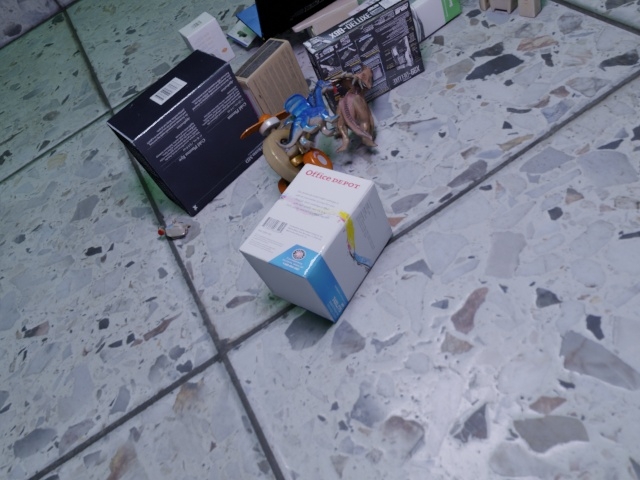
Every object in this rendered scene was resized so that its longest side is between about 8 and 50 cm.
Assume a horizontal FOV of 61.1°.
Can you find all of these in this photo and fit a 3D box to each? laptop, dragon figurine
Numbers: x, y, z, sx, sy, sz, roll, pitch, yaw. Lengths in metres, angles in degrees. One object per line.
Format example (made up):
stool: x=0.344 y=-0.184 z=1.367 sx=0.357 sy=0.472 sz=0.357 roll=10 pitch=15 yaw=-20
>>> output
laptop: x=-0.088 y=-0.853 z=1.761 sx=0.382 sy=0.408 sz=0.236 roll=-34 pitch=82 yaw=-5
dragon figurine: x=-0.050 y=-0.312 z=1.378 sx=0.144 sy=0.085 sz=0.289 roll=41 pitch=56 yaw=17

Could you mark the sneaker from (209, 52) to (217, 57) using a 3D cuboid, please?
sneaker: x=-0.409 y=-0.562 z=1.962 sx=0.118 sy=0.083 sz=0.222 roll=-30 pitch=53 yaw=27

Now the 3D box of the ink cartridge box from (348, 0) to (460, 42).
ink cartridge box: x=0.268 y=-0.734 z=1.752 sx=0.289 sy=0.121 sz=0.211 roll=-38 pitch=47 yaw=-7

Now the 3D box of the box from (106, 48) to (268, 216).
box: x=-0.364 y=-0.307 z=1.566 sx=0.343 sy=0.312 sz=0.179 roll=-44 pitch=49 yaw=-14

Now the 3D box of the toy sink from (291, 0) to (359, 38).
toy sink: x=0.013 y=-0.754 z=1.877 sx=0.234 sy=0.131 sz=0.153 roll=-25 pitch=48 yaw=1

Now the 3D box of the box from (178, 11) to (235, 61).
box: x=-0.423 y=-0.736 z=2.028 sx=0.130 sy=0.170 sz=0.091 roll=-38 pitch=50 yaw=-8

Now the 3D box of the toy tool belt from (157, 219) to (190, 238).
toy tool belt: x=-0.419 y=-0.033 z=1.557 sx=0.083 sy=0.052 sz=0.051 roll=-5 pitch=21 yaw=16

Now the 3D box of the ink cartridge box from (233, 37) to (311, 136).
ink cartridge box: x=-0.138 y=-0.451 z=1.633 sx=0.088 sy=0.235 sz=0.193 roll=26 pitch=67 yaw=37

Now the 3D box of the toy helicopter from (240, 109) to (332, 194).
toy helicopter: x=-0.081 y=-0.283 z=1.501 sx=0.140 sy=0.235 sz=0.355 roll=-42 pitch=20 yaw=32

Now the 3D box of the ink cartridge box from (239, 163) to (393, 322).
ink cartridge box: x=0.000 y=0.000 z=1.236 sx=0.198 sy=0.197 sz=0.270 roll=20 pitch=64 yaw=35

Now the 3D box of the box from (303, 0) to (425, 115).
box: x=0.135 y=-0.530 z=1.570 sx=0.307 sy=0.242 sz=0.076 roll=-30 pitch=48 yaw=0

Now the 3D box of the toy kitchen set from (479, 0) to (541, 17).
toy kitchen set: x=0.599 y=-0.794 z=1.653 sx=0.207 sy=0.122 sz=0.166 roll=29 pitch=69 yaw=38

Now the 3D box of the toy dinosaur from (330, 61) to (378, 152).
toy dinosaur: x=0.086 y=-0.359 z=1.461 sx=0.127 sy=0.200 sz=0.296 roll=-3 pitch=27 yaw=5

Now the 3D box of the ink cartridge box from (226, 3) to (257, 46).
ink cartridge box: x=-0.187 y=-0.886 z=2.092 sx=0.371 sy=0.069 sz=0.176 roll=-46 pitch=49 yaw=-3
